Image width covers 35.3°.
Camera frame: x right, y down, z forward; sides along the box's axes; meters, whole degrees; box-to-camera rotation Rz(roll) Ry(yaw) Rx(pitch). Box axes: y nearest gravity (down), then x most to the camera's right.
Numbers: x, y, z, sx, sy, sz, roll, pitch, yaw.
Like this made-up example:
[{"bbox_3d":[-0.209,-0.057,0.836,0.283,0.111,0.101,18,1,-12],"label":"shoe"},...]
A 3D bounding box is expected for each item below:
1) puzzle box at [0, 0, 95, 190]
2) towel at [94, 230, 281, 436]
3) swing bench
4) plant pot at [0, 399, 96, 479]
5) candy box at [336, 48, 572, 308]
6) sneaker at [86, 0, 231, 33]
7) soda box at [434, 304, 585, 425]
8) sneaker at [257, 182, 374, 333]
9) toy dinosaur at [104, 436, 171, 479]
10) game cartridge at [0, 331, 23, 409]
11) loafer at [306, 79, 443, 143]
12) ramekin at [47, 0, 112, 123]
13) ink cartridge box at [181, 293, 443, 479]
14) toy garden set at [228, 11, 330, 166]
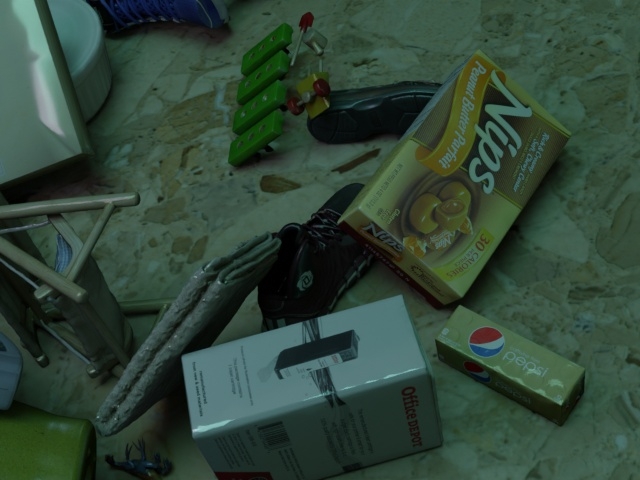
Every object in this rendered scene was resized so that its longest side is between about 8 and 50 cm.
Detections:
[{"bbox_3d":[-0.575,-0.195,1.564,0.408,0.052,0.272,-18,88,13],"label":"puzzle box"},{"bbox_3d":[-0.162,0.110,1.225,0.049,0.187,0.282,41,113,7],"label":"towel"},{"bbox_3d":[-0.343,0.055,1.335,0.254,0.253,0.165,10,57,20],"label":"swing bench"},{"bbox_3d":[-0.439,0.307,1.119,0.352,0.366,0.367,6,53,-6],"label":"plant pot"},{"bbox_3d":[0.188,-0.086,1.373,0.183,0.087,0.316,41,65,-7],"label":"candy box"},{"bbox_3d":[-0.308,-0.424,1.779,0.182,0.127,0.315,-41,49,-13],"label":"sneaker"},{"bbox_3d":[0.235,0.154,1.254,0.181,0.058,0.061,27,64,29],"label":"soda box"},{"bbox_3d":[0.000,0.000,1.355,0.106,0.162,0.281,16,59,23],"label":"sneaker"},{"bbox_3d":[-0.235,0.288,1.275,0.082,0.047,0.090,-21,61,20],"label":"toy dinosaur"},{"bbox_3d":[-0.454,0.119,1.154,0.294,0.196,0.060,18,87,57],"label":"game cartridge"},{"bbox_3d":[0.112,-0.210,1.535,0.267,0.096,0.084,-3,47,13],"label":"loafer"},{"bbox_3d":[-0.480,-0.284,1.699,0.272,0.127,0.273,-6,53,8],"label":"ramekin"},{"bbox_3d":[-0.004,0.191,1.192,0.272,0.197,0.114,-15,52,0],"label":"ink cartridge box"},{"bbox_3d":[-0.051,-0.247,1.578,0.203,0.049,0.244,-31,41,37],"label":"toy garden set"}]
